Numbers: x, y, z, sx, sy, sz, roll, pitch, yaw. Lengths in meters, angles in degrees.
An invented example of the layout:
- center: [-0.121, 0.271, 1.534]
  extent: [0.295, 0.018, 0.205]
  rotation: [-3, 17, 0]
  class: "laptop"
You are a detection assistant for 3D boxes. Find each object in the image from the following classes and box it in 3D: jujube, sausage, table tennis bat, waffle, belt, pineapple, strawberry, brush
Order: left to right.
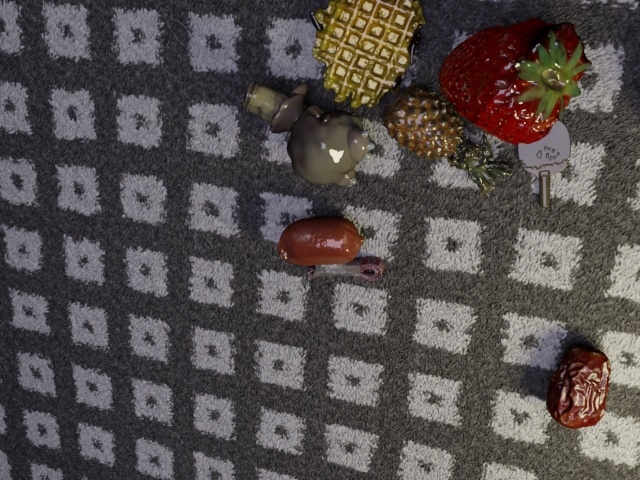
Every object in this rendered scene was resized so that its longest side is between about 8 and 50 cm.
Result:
- center: [0.000, 0.000, 1.934]
  extent: [0.255, 0.148, 0.148]
  rotation: [3, 109, 18]
  class: "sausage"
- center: [0.020, -0.531, 1.818]
  extent: [0.063, 0.016, 0.193]
  rotation: [-24, 100, 18]
  class: "brush"
- center: [0.074, 0.080, 1.987]
  extent: [0.232, 0.053, 0.071]
  rotation: [0, 115, 19]
  class: "belt"
- center: [0.128, -0.506, 1.761]
  extent: [0.307, 0.060, 0.311]
  rotation: [-6, 106, 17]
  class: "waffle"
- center: [0.330, -0.251, 1.744]
  extent: [0.361, 0.175, 0.175]
  rotation: [38, 116, -14]
  class: "pineapple"
- center: [0.459, -0.379, 1.606]
  extent: [0.292, 0.310, 0.291]
  rotation: [-3, 103, -14]
  class: "strawberry"
- center: [0.578, -0.201, 1.740]
  extent: [0.131, 0.022, 0.234]
  rotation: [0, 105, 18]
  class: "table tennis bat"
- center: [0.706, 0.398, 1.830]
  extent: [0.155, 0.155, 0.230]
  rotation: [13, 103, 14]
  class: "jujube"

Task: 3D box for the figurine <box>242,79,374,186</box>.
- center: [-0.040, -0.294, 1.807]
  extent: [0.381, 0.203, 0.248]
  rotation: [36, 147, 2]
  class: "figurine"
